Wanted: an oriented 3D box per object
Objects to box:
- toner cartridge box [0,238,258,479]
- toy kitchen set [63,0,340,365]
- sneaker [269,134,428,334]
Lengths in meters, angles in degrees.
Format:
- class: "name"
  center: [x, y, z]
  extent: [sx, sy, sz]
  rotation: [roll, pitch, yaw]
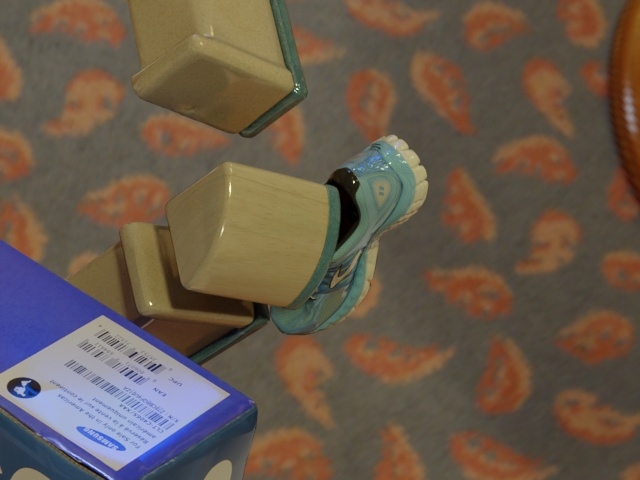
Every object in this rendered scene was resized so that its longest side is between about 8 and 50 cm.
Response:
- class: "toner cartridge box"
  center: [-0.137, 0.175, 0.686]
  extent: [0.165, 0.348, 0.075]
  rotation: [30, 35, 27]
- class: "toy kitchen set"
  center: [-0.076, -0.016, 0.800]
  extent: [0.122, 0.207, 0.166]
  rotation: [13, 55, -45]
- class: "sneaker"
  center: [0.000, 0.000, 1.092]
  extent: [0.073, 0.162, 0.063]
  rotation: [-17, 57, -43]
